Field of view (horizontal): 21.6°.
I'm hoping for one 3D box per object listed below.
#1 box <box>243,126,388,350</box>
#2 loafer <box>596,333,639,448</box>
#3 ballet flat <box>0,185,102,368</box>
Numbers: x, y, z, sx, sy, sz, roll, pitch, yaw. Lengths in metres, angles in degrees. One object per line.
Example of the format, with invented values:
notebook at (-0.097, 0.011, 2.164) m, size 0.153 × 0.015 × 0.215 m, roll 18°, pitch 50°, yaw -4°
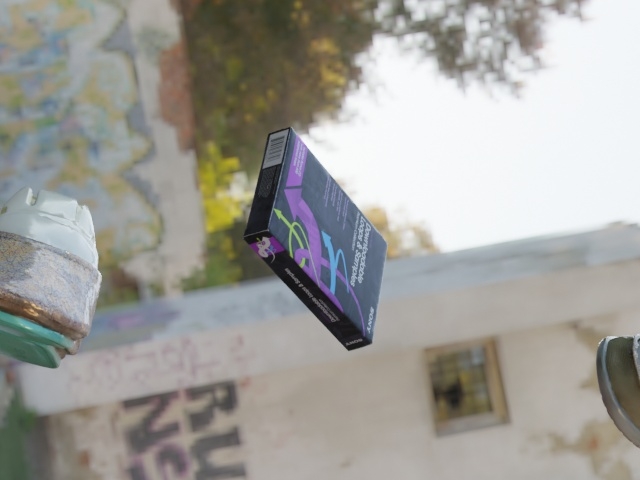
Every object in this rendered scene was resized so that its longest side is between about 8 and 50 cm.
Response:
box at (0.000, 0.000, 1.399) m, size 0.162 × 0.029 × 0.116 m, roll 50°, pitch 37°, yaw -38°
loafer at (0.311, 0.120, 1.249) m, size 0.087 × 0.251 × 0.094 m, roll -40°, pitch -140°, yaw 42°
ballet flat at (-0.200, 0.021, 1.159) m, size 0.316 × 0.107 × 0.106 m, roll 148°, pitch -38°, yaw -77°
